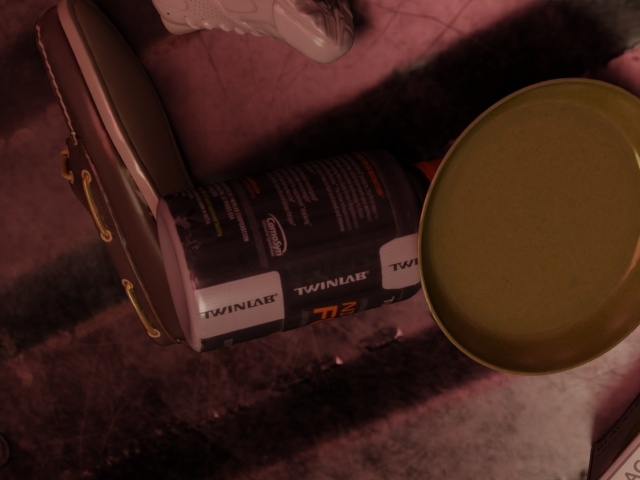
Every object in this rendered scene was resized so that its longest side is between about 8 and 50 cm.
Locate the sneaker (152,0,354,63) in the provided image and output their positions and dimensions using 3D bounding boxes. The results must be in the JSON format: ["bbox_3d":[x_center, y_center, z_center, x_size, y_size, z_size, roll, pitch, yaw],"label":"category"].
[{"bbox_3d":[-0.076,-0.207,1.075,0.232,0.090,0.115,39,121,11],"label":"sneaker"}]

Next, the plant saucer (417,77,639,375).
[{"bbox_3d":[0.179,-0.012,1.028,0.241,0.037,0.241,-6,107,-19],"label":"plant saucer"}]

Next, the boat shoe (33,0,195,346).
[{"bbox_3d":[-0.170,-0.055,1.133,0.097,0.116,0.324,-21,107,19],"label":"boat shoe"}]

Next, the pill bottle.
[{"bbox_3d":[0.000,0.000,1.052,0.246,0.130,0.130,-14,106,-12],"label":"pill bottle"}]

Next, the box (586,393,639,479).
[{"bbox_3d":[0.384,0.221,1.074,0.290,0.087,0.169,37,114,2],"label":"box"}]
